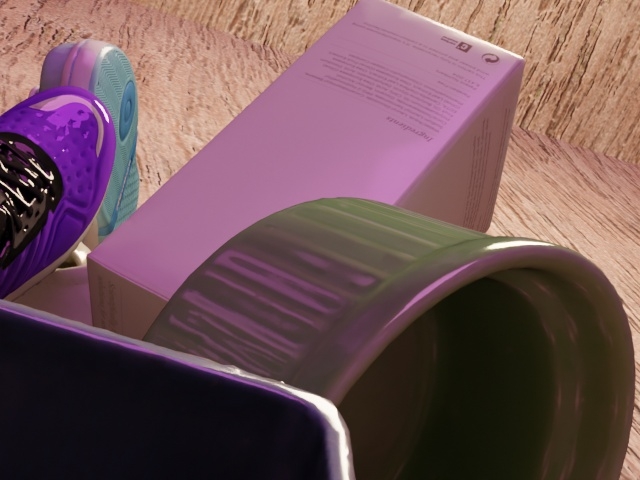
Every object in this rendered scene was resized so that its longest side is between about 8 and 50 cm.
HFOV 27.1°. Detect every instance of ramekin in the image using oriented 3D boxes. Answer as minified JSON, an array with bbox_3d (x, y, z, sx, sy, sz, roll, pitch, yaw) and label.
[{"bbox_3d":[0.026,0.122,0.741,0.303,0.303,0.148,2,17,-46],"label":"ramekin"}]

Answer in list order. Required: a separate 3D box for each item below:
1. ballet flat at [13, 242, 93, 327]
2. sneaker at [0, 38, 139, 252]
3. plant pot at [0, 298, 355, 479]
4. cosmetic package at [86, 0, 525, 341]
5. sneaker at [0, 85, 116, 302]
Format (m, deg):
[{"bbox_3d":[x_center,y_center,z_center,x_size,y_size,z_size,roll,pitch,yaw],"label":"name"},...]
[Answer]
[{"bbox_3d":[-0.318,-0.014,1.042,0.400,0.139,0.139,23,17,9],"label":"ballet flat"},{"bbox_3d":[-0.266,-0.075,1.136,0.208,0.319,0.127,13,61,0],"label":"sneaker"},{"bbox_3d":[-0.142,0.177,0.429,0.247,0.252,0.248,18,16,-9],"label":"plant pot"},{"bbox_3d":[0.000,0.000,0.994,0.155,0.197,0.365,27,48,20],"label":"cosmetic package"},{"bbox_3d":[-0.223,-0.012,0.880,0.102,0.146,0.293,39,59,-3],"label":"sneaker"}]
